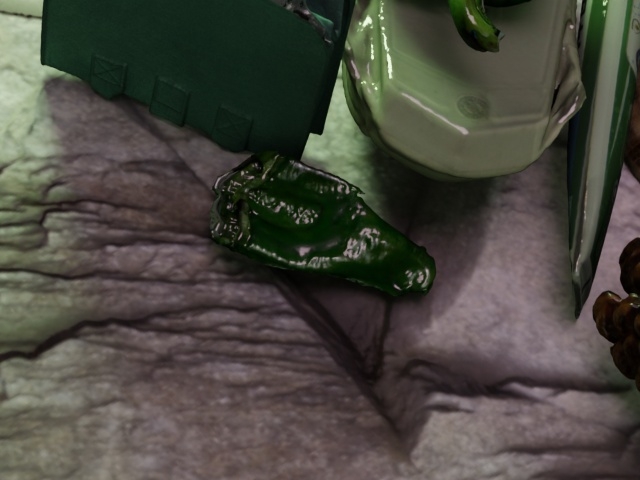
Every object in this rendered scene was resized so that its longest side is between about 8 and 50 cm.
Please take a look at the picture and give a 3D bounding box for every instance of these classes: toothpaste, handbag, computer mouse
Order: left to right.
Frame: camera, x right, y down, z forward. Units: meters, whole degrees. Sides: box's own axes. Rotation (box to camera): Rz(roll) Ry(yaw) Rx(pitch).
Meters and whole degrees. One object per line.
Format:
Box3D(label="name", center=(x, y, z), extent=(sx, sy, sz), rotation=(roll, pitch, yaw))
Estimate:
Box3D(label="handbag", center=(-0.107, -0.199, 1.636), extent=(0.268, 0.274, 0.100), rotation=(22, 64, 4))
Box3D(label="computer mouse", center=(0.126, -0.188, 1.766), extent=(0.228, 0.145, 0.429), rotation=(12, 46, -3))
Box3D(label="toothpaste", center=(0.258, -0.121, 1.748), extent=(0.061, 0.099, 0.392), rotation=(6, 65, 13))

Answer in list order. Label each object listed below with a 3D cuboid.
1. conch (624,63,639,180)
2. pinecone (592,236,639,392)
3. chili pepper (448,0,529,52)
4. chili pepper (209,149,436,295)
Box3D(label="conch", center=(0.394, -0.160, 1.798), extent=(0.210, 0.159, 0.291), rotation=(14, 59, -6))
Box3D(label="pinecone", center=(0.367, 0.061, 1.629), extent=(0.224, 0.224, 0.272), rotation=(37, 47, 10))
Box3D(label="chili pepper", center=(0.137, -0.276, 1.641), extent=(0.173, 0.165, 0.261), rotation=(17, 36, -11))
Box3D(label="chili pepper", center=(0.000, -0.001, 1.670), extent=(0.216, 0.062, 0.108), rotation=(23, 63, 1))
